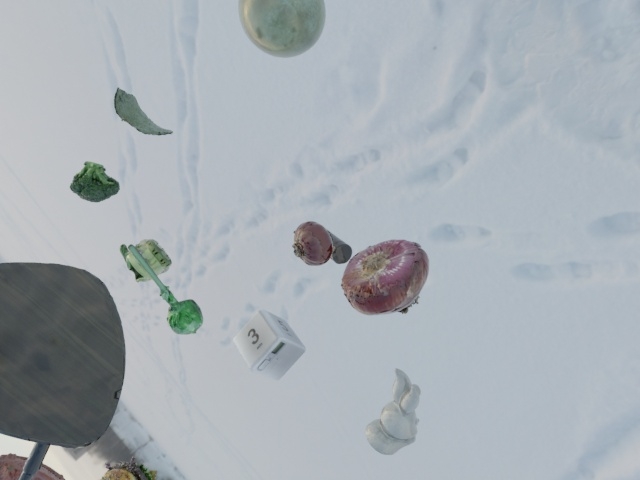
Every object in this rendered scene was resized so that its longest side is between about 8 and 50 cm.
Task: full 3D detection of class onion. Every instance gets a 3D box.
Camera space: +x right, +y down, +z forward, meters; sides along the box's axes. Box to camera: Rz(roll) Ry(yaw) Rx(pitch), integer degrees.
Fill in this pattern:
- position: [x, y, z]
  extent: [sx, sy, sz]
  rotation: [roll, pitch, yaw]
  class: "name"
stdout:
- position: [0.169, 0.102, 1.139]
  extent: [0.230, 0.230, 0.163]
  rotation: [3, 139, 53]
  class: "onion"

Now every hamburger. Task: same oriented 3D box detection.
- position: [-0.456, 0.602, 1.067]
  extent: [0.093, 0.164, 0.190]
  rotation: [32, -137, -66]
  class: "hamburger"

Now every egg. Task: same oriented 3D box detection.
- position: [-0.118, -0.688, 1.409]
  extent: [0.352, 0.258, 0.258]
  rotation: [-126, 18, -48]
  class: "egg"

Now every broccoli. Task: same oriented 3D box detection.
- position: [-0.891, -0.228, 1.863]
  extent: [0.195, 0.195, 0.156]
  rotation: [9, 89, 50]
  class: "broccoli"

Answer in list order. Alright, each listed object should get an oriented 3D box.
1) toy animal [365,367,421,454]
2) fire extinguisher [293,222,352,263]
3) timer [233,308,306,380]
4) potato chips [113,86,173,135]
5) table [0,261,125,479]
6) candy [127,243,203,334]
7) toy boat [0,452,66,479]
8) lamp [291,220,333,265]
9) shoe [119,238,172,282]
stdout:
- position: [0.216, 0.439, 1.206]
  extent: [0.130, 0.104, 0.221]
  rotation: [18, 114, -17]
  class: "toy animal"
- position: [0.000, 0.000, 1.565]
  extent: [0.267, 0.089, 0.072]
  rotation: [38, 159, 53]
  class: "fire extinguisher"
- position: [-0.213, 0.436, 1.960]
  extent: [0.194, 0.192, 0.195]
  rotation: [39, -176, -46]
  class: "timer"
- position: [-0.580, -0.406, 1.521]
  extent: [0.228, 0.059, 0.167]
  rotation: [42, -161, -40]
  class: "potato chips"
- position: [-0.469, 0.208, 0.701]
  extent: [0.317, 0.317, 0.249]
  rotation: [45, 112, 9]
  class: "table"
- position: [-0.397, 0.127, 1.184]
  extent: [0.097, 0.097, 0.323]
  rotation: [22, 146, 41]
  class: "candy"
- position: [-0.753, 0.691, 1.260]
  extent: [0.099, 0.141, 0.318]
  rotation: [-33, 100, 28]
  class: "toy boat"
- position: [-0.017, 0.007, 1.013]
  extent: [0.101, 0.090, 0.101]
  rotation: [40, 143, 40]
  class: "lamp"
- position: [-0.565, 0.058, 1.516]
  extent: [0.262, 0.128, 0.140]
  rotation: [-12, 102, 59]
  class: "shoe"
